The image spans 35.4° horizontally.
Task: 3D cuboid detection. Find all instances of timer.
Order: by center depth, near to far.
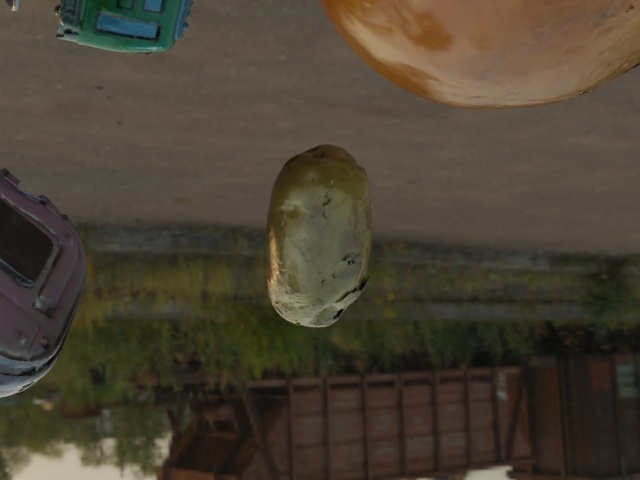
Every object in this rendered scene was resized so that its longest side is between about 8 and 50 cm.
[{"bbox_3d":[-0.279,0.011,0.777,0.208,0.190,0.069,39,123,-24],"label":"timer"}]

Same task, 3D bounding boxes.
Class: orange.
[{"bbox_3d":[0.117,-0.199,0.517,0.284,0.226,0.284,-35,166,-10],"label":"orange"}]

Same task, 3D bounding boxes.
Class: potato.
[{"bbox_3d":[0.000,0.000,0.814,0.080,0.170,0.107,11,-143,18],"label":"potato"}]

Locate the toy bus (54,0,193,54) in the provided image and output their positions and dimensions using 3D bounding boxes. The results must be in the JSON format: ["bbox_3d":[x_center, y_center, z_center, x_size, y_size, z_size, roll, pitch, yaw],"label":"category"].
[{"bbox_3d":[-0.263,-0.446,1.442,0.199,0.343,0.183,11,-147,-12],"label":"toy bus"}]

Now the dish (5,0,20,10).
[{"bbox_3d":[-0.332,-0.369,1.065,0.086,0.236,0.228,-23,161,-32],"label":"dish"}]
